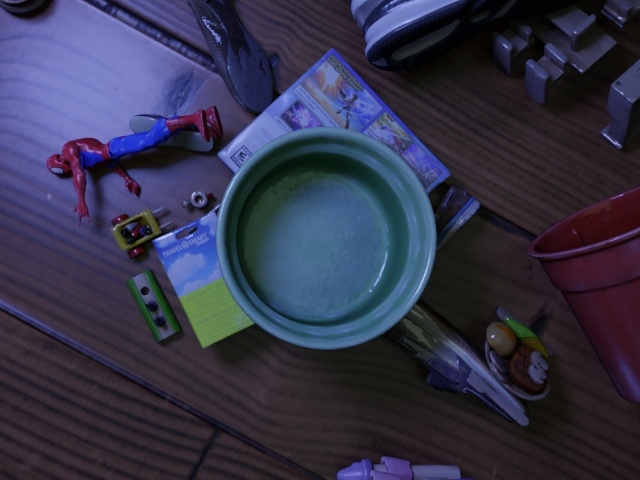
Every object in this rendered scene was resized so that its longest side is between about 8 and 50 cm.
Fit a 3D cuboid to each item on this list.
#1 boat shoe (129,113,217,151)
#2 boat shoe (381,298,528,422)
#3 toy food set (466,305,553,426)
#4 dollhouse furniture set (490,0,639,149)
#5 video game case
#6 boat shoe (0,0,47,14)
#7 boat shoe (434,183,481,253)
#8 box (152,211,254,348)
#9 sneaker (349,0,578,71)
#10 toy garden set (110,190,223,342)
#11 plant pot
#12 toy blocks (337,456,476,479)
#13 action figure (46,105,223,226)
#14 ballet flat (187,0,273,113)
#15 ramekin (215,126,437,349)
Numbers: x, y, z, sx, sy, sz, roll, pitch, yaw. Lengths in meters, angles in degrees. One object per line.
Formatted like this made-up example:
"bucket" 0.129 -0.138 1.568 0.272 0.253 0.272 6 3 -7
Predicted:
"boat shoe" -0.228 -0.174 1.425 0.137 0.049 0.043 12 45 1
"boat shoe" 0.193 0.186 1.402 0.285 0.103 0.092 41 100 -4
"toy food set" 0.298 0.179 1.369 0.132 0.192 0.038 40 130 -2
"dollhouse furniture set" 0.424 -0.284 1.431 0.212 0.161 0.242 -41 68 -3
"video game case" 0.020 -0.116 1.422 0.244 0.061 0.269 -43 90 -2
"boat shoe" -0.493 -0.513 1.389 0.123 0.120 0.323 -20 89 -3
"boat shoe" 0.167 -0.012 1.427 0.066 0.066 0.183 44 77 5
"box" -0.166 0.059 1.370 0.109 0.042 0.178 -26 91 -5
"sneaker" 0.239 -0.452 1.348 0.448 0.169 0.257 -21 71 7
"toy garden set" -0.191 0.015 1.414 0.244 0.049 0.203 -27 89 -3
"plant pot" 0.487 0.079 1.345 0.273 0.272 0.265 -26 96 -3
"toy blocks" 0.098 0.462 1.276 0.260 0.309 0.288 3 87 -8
"action figure" -0.283 -0.109 1.382 0.281 0.091 0.139 -8 99 16
"ballet flat" -0.149 -0.311 1.431 0.084 0.058 0.249 -30 95 -38
"ramekin" 0.000 0.000 1.300 0.304 0.148 0.303 1 87 -9
